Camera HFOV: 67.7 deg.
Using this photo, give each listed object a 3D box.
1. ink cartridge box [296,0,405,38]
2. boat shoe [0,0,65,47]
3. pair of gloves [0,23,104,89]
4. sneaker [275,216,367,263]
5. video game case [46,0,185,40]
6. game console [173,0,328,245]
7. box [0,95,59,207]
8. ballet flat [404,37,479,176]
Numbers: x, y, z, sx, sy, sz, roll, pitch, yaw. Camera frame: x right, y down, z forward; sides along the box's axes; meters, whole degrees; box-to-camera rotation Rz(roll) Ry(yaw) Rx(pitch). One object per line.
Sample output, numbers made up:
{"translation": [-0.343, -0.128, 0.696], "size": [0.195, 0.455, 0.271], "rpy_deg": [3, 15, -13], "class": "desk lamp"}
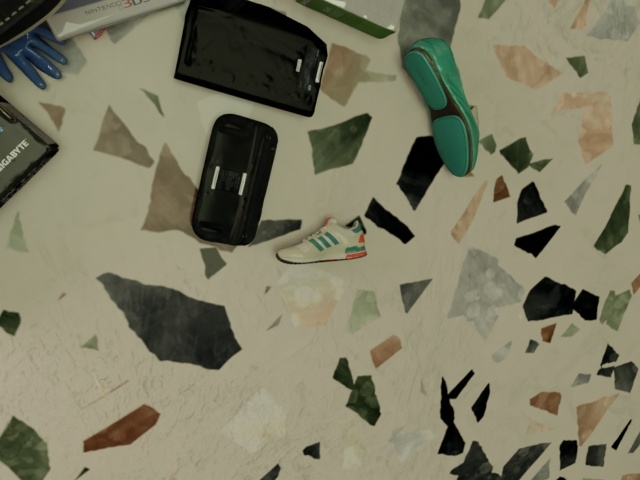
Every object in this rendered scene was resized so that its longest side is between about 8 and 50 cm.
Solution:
{"translation": [0.029, -0.399, 0.715], "size": [0.209, 0.062, 0.109], "rpy_deg": [14, 98, -21], "class": "ink cartridge box"}
{"translation": [-0.467, -0.195, 0.435], "size": [0.500, 0.156, 0.187], "rpy_deg": [-23, 147, -11], "class": "boat shoe"}
{"translation": [-0.372, -0.307, 0.620], "size": [0.198, 0.023, 0.159], "rpy_deg": [-47, 113, -3], "class": "pair of gloves"}
{"translation": [0.000, 0.000, 0.810], "size": [0.161, 0.057, 0.075], "rpy_deg": [-4, 87, -17], "class": "sneaker"}
{"translation": [-0.298, -0.385, 0.610], "size": [0.183, 0.023, 0.201], "rpy_deg": [-30, 110, -22], "class": "video game case"}
{"translation": [-0.126, -0.171, 0.727], "size": [0.213, 0.044, 0.361], "rpy_deg": [12, 98, -20], "class": "game console"}
{"translation": [-0.548, -0.115, 0.577], "size": [0.295, 0.073, 0.293], "rpy_deg": [-48, 110, -5], "class": "box"}
{"translation": [0.227, -0.231, 0.817], "size": [0.087, 0.083, 0.247], "rpy_deg": [-39, 114, -22], "class": "ballet flat"}
